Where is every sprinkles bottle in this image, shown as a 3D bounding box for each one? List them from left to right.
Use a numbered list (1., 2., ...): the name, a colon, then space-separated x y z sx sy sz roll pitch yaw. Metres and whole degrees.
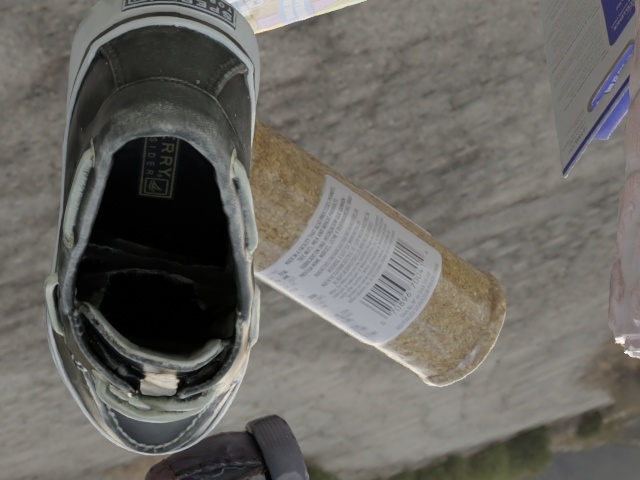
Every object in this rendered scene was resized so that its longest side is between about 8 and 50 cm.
1. sprinkles bottle: 0.000 0.000 0.998 0.355 0.121 0.121 33 135 -26

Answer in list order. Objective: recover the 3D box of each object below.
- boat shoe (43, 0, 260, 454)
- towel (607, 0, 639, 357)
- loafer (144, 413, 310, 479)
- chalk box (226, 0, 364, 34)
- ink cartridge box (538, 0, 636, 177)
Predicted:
1. boat shoe: -0.059 0.021 0.388 0.078 0.070 0.219 1 138 -6
2. towel: 0.263 -0.080 0.604 0.317 0.332 0.053 18 164 -39
3. loafer: -0.035 0.261 0.710 0.095 0.302 0.109 -12 -174 -14
4. chalk box: -0.060 -0.258 0.972 0.213 0.132 0.132 -17 169 -7
5. ink cartridge box: 0.272 -0.225 1.059 0.069 0.371 0.176 20 131 -10
